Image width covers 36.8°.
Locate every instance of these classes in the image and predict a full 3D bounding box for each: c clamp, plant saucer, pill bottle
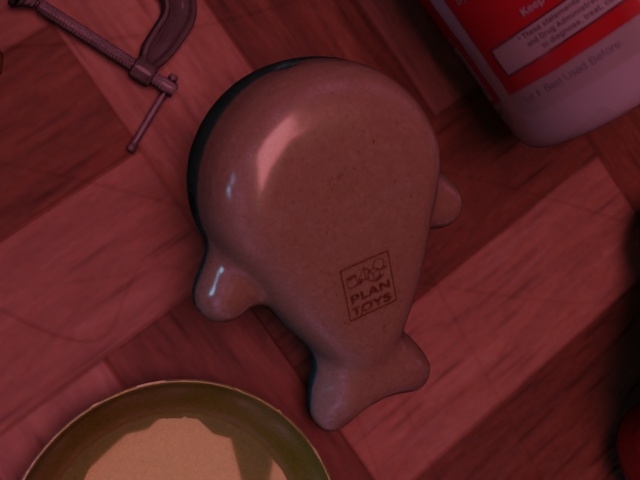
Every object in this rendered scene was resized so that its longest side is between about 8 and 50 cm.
[{"bbox_3d":[-0.163,-0.167,0.711,0.160,0.022,0.137,37,74,-11],"label":"c clamp"},{"bbox_3d":[-0.101,0.218,0.676,0.240,0.037,0.241,2,83,-18],"label":"plant saucer"},{"bbox_3d":[0.134,-0.292,0.717,0.229,0.229,0.408,-39,96,-19],"label":"pill bottle"}]

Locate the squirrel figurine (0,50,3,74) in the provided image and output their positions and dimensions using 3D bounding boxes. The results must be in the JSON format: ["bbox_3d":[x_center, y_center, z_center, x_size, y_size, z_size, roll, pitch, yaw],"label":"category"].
[{"bbox_3d":[-0.348,-0.119,0.451,0.370,0.397,0.281,-20,120,5],"label":"squirrel figurine"}]

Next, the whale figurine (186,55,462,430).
[{"bbox_3d":[0.000,0.000,0.706,0.216,0.141,0.272,-25,116,-19],"label":"whale figurine"}]

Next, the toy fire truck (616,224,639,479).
[{"bbox_3d":[0.396,0.112,0.804,0.302,0.169,0.254,23,58,-16],"label":"toy fire truck"}]
